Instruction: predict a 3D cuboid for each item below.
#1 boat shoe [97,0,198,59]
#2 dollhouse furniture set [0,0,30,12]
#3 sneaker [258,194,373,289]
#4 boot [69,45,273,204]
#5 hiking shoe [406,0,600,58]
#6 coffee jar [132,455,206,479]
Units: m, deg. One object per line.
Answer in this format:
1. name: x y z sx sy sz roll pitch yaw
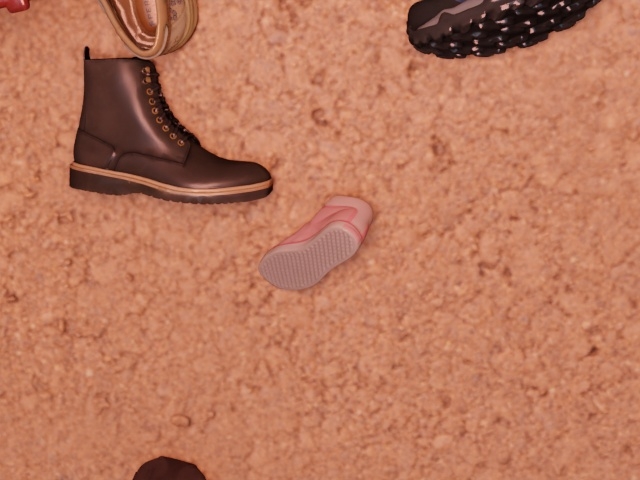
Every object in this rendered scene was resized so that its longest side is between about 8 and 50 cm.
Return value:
1. boat shoe: -0.188 -0.303 1.190 0.105 0.089 0.285 -21 102 11
2. dollhouse furniture set: -0.427 -0.247 1.174 0.374 0.201 0.152 -11 103 8
3. sneaker: 0.000 0.000 1.278 0.051 0.070 0.134 47 134 -16
4. boot: -0.141 -0.109 1.250 0.198 0.077 0.137 5 100 4
5. hiking shoe: 0.205 -0.268 1.168 0.304 0.113 0.132 -27 70 19
6. coffee jar: -0.170 0.319 1.351 0.079 0.096 0.184 13 107 0
